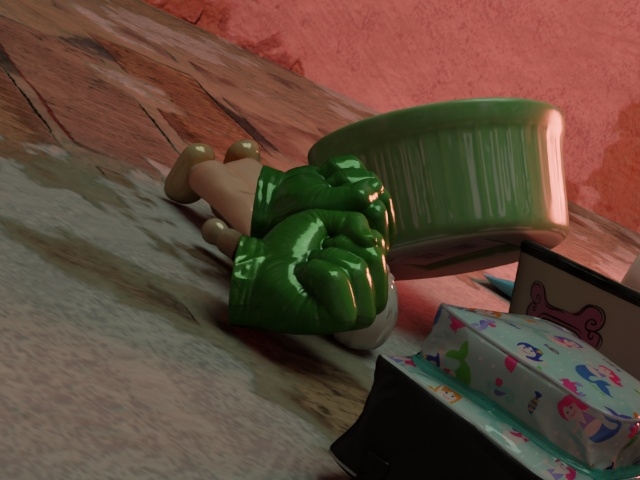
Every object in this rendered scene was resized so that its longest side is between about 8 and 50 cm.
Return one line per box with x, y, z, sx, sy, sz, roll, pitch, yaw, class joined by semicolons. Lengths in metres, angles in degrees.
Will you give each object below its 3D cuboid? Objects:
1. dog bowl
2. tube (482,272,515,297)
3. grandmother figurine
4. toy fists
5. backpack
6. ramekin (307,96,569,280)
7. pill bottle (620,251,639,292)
0.375;0.151;1.897;0.408;0.150;0.408;26;3;-2;dog bowl
0.327;0.095;2.453;0.207;0.052;0.080;27;-1;24;tube
-0.024;0.005;1.847;0.207;0.104;0.342;-14;36;-26;grandmother figurine
0.000;0.000;1.664;0.142;0.096;0.279;6;26;3;toy fists
0.161;0.165;1.352;0.225;0.191;0.253;35;7;33;backpack
0.144;-0.051;2.024;0.303;0.148;0.303;-8;-11;-2;ramekin
0.555;0.142;2.184;0.392;0.224;0.224;33;11;10;pill bottle
